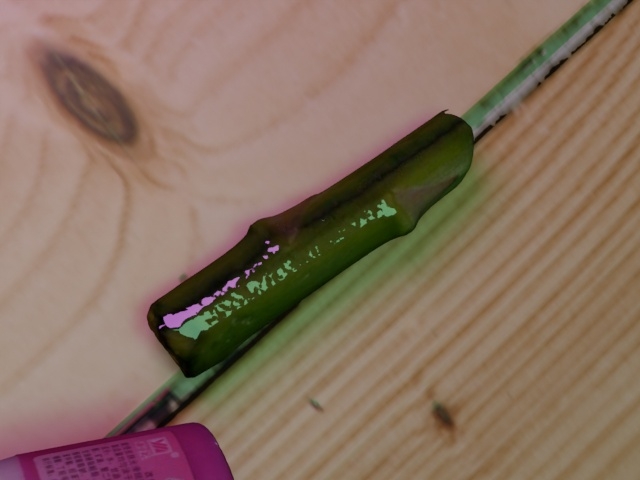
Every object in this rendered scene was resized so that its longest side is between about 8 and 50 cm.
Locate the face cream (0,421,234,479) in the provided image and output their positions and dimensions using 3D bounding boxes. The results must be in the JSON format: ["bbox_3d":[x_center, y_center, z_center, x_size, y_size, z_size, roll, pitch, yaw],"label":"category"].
[{"bbox_3d":[-0.152,0.217,0.860,0.195,0.175,0.175,-9,92,-19],"label":"face cream"}]

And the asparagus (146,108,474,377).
[{"bbox_3d":[-0.001,0.000,0.974,0.277,0.060,0.067,-32,79,-15],"label":"asparagus"}]
